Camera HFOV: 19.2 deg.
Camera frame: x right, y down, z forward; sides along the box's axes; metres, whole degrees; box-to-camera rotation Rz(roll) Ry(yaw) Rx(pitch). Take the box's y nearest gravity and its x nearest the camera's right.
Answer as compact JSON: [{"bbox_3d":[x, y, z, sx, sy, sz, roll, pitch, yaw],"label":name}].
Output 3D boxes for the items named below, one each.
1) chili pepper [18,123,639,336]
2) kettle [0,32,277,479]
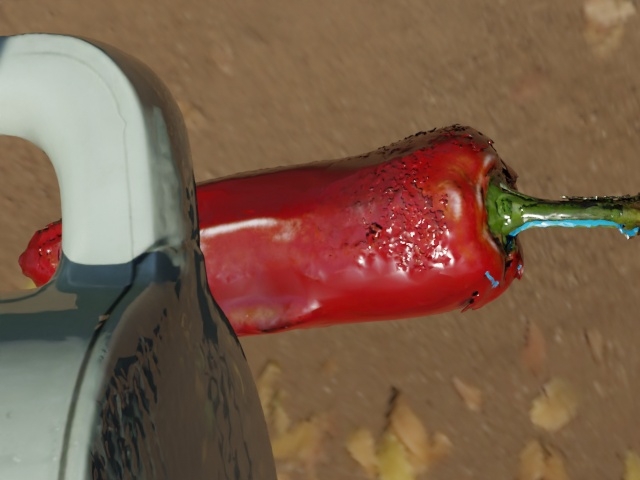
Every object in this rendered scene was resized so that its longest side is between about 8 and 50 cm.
[{"bbox_3d":[0.000,0.000,1.107,0.388,0.110,0.110,-9,75,21],"label":"chili pepper"},{"bbox_3d":[-0.183,0.093,0.631,0.318,0.205,0.265,-4,54,16],"label":"kettle"}]
